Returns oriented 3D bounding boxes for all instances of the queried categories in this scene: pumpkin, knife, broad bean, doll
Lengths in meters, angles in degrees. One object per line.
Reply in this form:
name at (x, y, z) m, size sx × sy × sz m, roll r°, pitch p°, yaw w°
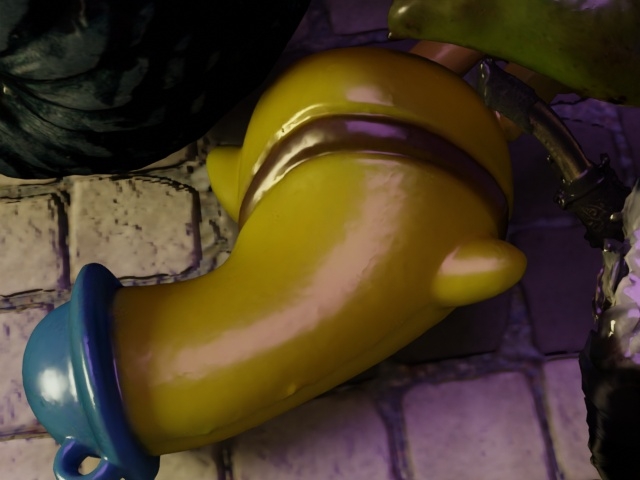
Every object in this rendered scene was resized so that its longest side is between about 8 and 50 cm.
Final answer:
pumpkin at (-0.174, -0.190, 0.805) m, size 0.363 × 0.363 × 0.266 m, roll 8°, pitch 69°, yaw 10°
knife at (0.146, -0.014, 0.779) m, size 0.045 × 0.222 × 0.021 m, roll -46°, pitch 25°, yaw 11°
broad bean at (0.203, -0.107, 0.782) m, size 0.339 × 0.077 × 0.061 m, roll -2°, pitch 25°, yaw -9°
doll at (0.000, 0.000, 0.788) m, size 0.199 × 0.145 × 0.363 m, roll 29°, pitch 64°, yaw 39°

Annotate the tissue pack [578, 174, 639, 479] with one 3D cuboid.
tissue pack at (0.232, 0.069, 0.612) m, size 0.245 × 0.332 × 0.123 m, roll 16°, pitch 82°, yaw 14°
